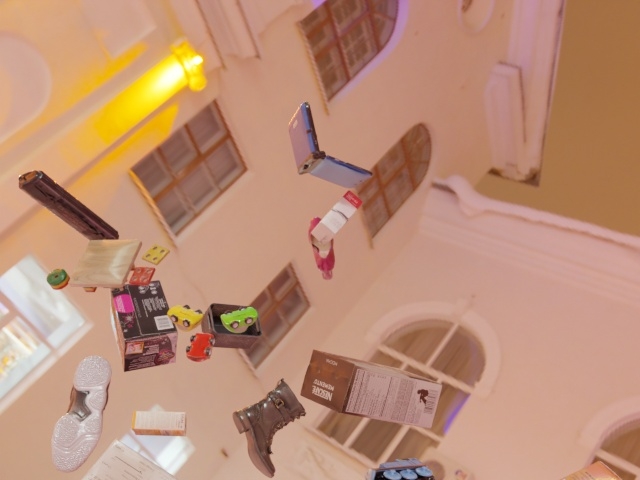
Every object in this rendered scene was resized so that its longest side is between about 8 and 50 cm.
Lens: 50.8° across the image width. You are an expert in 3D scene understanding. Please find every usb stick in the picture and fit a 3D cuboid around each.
[{"bbox_3d":[-0.593,-0.071,1.603,0.077,0.045,0.278,-17,-40,22],"label":"usb stick"}]

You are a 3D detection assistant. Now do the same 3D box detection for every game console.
[{"bbox_3d":[0.024,-0.284,2.078,0.293,0.174,0.250,160,-82,-78],"label":"game console"}]

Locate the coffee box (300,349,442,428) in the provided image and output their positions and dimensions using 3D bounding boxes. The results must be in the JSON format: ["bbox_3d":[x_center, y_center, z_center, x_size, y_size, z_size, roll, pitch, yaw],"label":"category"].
[{"bbox_3d":[0.125,0.361,1.636,0.297,0.118,0.168,19,-7,-35],"label":"coffee box"}]

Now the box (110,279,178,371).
[{"bbox_3d":[-0.542,0.258,2.060,0.247,0.164,0.142,-123,-144,-45],"label":"box"}]

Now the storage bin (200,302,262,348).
[{"bbox_3d":[-0.299,0.288,2.256,0.084,0.180,0.122,-52,-138,39],"label":"storage bin"}]

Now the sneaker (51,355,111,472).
[{"bbox_3d":[-0.557,0.418,1.590,0.101,0.268,0.153,14,-30,-11],"label":"sneaker"}]

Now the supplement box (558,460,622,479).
[{"bbox_3d":[0.307,0.394,0.923,0.080,0.234,0.078,-133,-162,-85],"label":"supplement box"}]

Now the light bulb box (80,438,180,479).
[{"bbox_3d":[-0.579,0.864,2.022,0.358,0.361,0.225,23,-35,22],"label":"light bulb box"}]

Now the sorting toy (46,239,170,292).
[{"bbox_3d":[-0.473,0.061,1.534,0.275,0.132,0.046,-1,-42,14],"label":"sorting toy"}]

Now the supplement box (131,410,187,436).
[{"bbox_3d":[-0.308,0.353,1.296,0.099,0.036,0.062,3,-27,-6],"label":"supplement box"}]

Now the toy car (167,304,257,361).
[{"bbox_3d":[-0.275,0.236,1.808,0.239,0.225,0.053,47,-36,50],"label":"toy car"}]

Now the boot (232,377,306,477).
[{"bbox_3d":[-0.140,0.607,2.195,0.091,0.229,0.262,-34,-100,57],"label":"boot"}]

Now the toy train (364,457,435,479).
[{"bbox_3d":[0.189,0.578,1.631,0.184,0.080,0.105,6,3,-32],"label":"toy train"}]

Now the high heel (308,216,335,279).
[{"bbox_3d":[0.000,0.000,2.130,0.082,0.244,0.117,-6,-36,2],"label":"high heel"}]

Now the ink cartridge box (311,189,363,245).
[{"bbox_3d":[0.049,-0.068,2.059,0.063,0.150,0.109,42,-26,0],"label":"ink cartridge box"}]
